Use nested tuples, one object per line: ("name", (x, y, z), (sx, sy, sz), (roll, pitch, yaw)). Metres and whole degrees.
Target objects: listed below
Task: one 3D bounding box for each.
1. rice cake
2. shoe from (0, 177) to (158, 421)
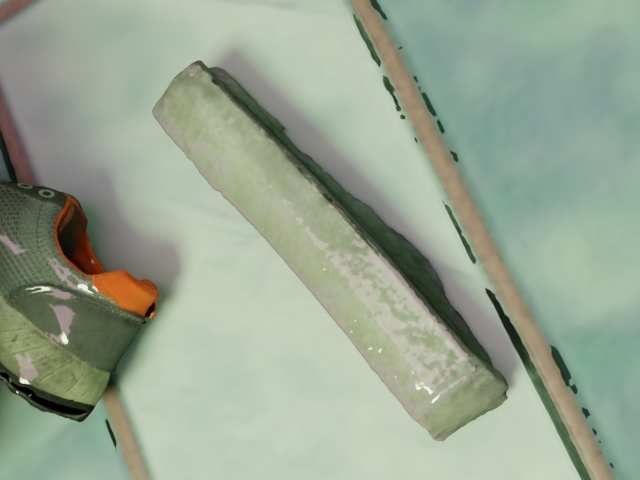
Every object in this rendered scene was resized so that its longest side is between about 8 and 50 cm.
("rice cake", (0.000, 0.000, 0.387), (0.207, 0.036, 0.047), (47, 112, 17))
("shoe", (-0.157, -0.004, 0.427), (0.194, 0.074, 0.077), (43, 87, 15))
